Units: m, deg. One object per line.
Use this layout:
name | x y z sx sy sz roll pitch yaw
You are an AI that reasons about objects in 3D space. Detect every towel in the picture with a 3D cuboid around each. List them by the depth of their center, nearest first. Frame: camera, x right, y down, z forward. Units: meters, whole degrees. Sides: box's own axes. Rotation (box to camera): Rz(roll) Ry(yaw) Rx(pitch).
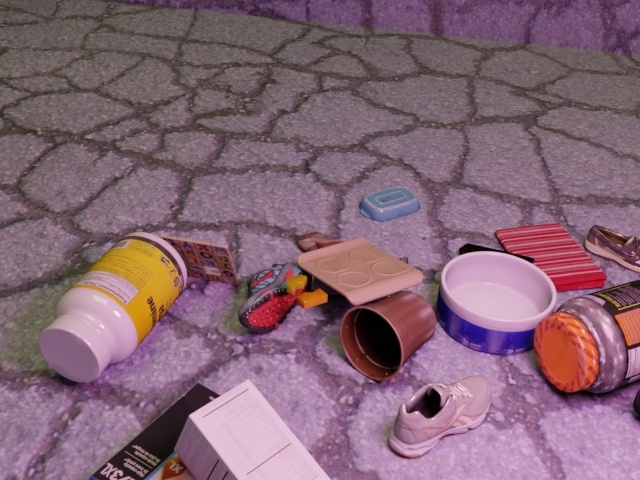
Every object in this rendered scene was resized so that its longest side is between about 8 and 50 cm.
towel | 0.598 0.043 2.045 0.198 0.031 0.275 -6 34 -10

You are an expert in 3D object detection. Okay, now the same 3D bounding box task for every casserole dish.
casserole dish | 0.198 -0.109 2.222 0.188 0.037 0.114 -17 39 -26

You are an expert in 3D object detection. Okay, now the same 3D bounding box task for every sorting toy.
sorting toy | 0.050 0.084 1.786 0.307 0.041 0.229 -15 32 -31

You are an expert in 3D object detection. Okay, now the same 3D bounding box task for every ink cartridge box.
ink cartridge box | -0.274 0.416 1.399 0.175 0.069 0.371 23 41 25

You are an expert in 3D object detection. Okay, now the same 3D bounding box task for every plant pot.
plant pot | 0.155 0.192 1.686 0.167 0.167 0.165 28 34 31

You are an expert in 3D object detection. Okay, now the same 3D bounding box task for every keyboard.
keyboard | 0.445 0.053 2.012 0.192 0.038 0.100 14 22 33

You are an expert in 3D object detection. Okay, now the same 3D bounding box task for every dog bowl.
dog bowl | 0.405 0.142 1.819 0.264 0.104 0.265 3 34 -2

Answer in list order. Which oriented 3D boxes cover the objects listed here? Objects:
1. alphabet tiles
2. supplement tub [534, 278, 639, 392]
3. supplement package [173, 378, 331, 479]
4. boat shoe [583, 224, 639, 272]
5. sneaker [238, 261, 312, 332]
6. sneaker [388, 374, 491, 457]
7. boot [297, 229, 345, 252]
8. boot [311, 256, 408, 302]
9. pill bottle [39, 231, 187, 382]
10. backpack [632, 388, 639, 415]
alphabet tiles | -0.317 0.042 1.828 0.237 0.198 0.009 9 63 8
supplement tub | 0.641 0.201 1.666 0.338 0.207 0.207 -12 38 -21
supplement package | -0.114 0.388 1.322 0.139 0.134 0.244 -26 65 -39
boat shoe | 0.810 0.022 2.056 0.223 0.073 0.080 23 39 26
sneaker | -0.126 0.129 1.812 0.125 0.104 0.262 11 26 27
sneaker | 0.249 0.320 1.531 0.262 0.121 0.099 -24 44 -34
boot | 0.000 0.000 2.041 0.118 0.042 0.087 -10 35 -19
boot | 0.100 0.085 1.913 0.208 0.076 0.190 8 32 19
pill bottle | -0.440 0.141 1.667 0.188 0.188 0.334 14 37 15
backpack | 0.733 0.349 1.543 0.152 0.115 0.182 -28 45 -21
